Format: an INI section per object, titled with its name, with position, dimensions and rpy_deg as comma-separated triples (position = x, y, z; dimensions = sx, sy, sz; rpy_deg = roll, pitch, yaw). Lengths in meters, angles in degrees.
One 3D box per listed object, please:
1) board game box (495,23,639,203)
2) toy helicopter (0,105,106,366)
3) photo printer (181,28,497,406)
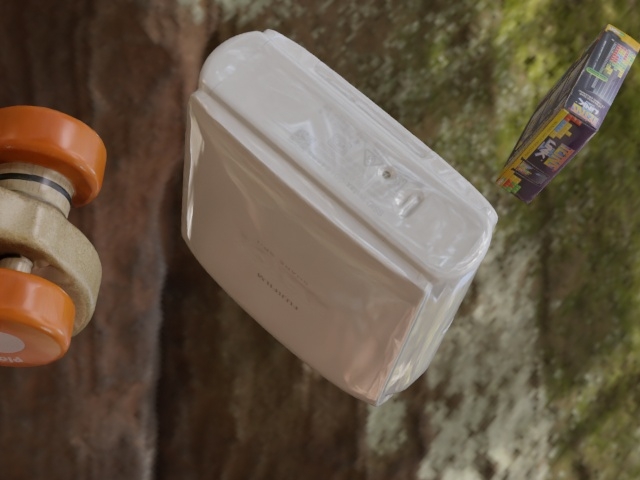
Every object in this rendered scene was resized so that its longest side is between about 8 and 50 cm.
[board game box]
position = 0.273, -0.138, 1.558
dimensions = 0.048, 0.141, 0.170
rpy_deg = 32, -31, -2
[toy helicopter]
position = -0.316, 0.001, 0.883
dimensions = 0.355, 0.140, 0.235
rpy_deg = 13, -27, -15
[photo printer]
position = 0.000, 0.000, 1.150
dimensions = 0.256, 0.107, 0.307
rpy_deg = 41, -23, 12
